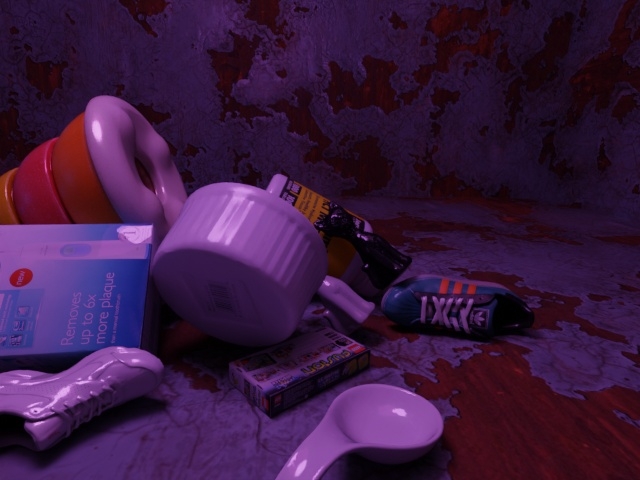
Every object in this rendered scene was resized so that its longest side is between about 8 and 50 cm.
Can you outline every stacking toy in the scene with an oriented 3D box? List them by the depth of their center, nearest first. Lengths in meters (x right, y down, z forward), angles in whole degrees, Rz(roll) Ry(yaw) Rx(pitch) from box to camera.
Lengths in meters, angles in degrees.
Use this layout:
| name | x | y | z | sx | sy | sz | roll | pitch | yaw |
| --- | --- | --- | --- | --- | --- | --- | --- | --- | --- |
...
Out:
| name | x | y | z | sx | sy | sz | roll | pitch | yaw |
| --- | --- | --- | --- | --- | --- | --- | --- | --- | --- |
| stacking toy | -0.548 | -0.058 | 0.872 | 0.480 | 0.350 | 0.350 | -21 | 15 | 2 |

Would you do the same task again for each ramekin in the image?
| name | x | y | z | sx | sy | sz | roll | pitch | yaw |
| --- | --- | --- | --- | --- | --- | --- | --- | --- | --- |
| ramekin | -0.136 | 0.054 | 0.695 | 0.277 | 0.277 | 0.135 | 6 | 44 | 16 |

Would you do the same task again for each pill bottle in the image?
| name | x | y | z | sx | sy | sz | roll | pitch | yaw |
| --- | --- | --- | --- | --- | --- | --- | --- | --- | --- |
| pill bottle | 0.000 | 0.000 | 0.980 | 0.334 | 0.187 | 0.188 | 27 | 11 | -11 |

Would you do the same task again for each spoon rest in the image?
| name | x | y | z | sx | sy | sz | roll | pitch | yaw |
| --- | --- | --- | --- | --- | --- | --- | --- | --- | --- |
| spoon rest | 0.042 | 0.234 | 0.476 | 0.137 | 0.084 | 0.276 | 13 | 19 | 36 |

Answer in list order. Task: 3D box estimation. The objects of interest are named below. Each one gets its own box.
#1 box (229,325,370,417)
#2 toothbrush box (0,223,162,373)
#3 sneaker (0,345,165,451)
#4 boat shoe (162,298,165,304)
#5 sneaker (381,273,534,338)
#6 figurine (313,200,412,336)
| name | x | y | z | sx | sy | sz | roll | pitch | yaw |
| --- | --- | --- | --- | --- | --- | --- | --- | --- | --- |
| box | -0.030 | 0.202 | 0.679 | 0.207 | 0.036 | 0.114 | -11 | 19 | -40 |
| toothbrush box | -0.419 | 0.093 | 0.670 | 0.296 | 0.216 | 0.126 | -1 | -29 | -9 |
| sneaker | -0.320 | 0.215 | 0.536 | 0.232 | 0.090 | 0.115 | -13 | 25 | -17 |
| boat shoe | -0.377 | 0.114 | 0.806 | 0.254 | 0.095 | 0.079 | -38 | 19 | -29 |
| sneaker | 0.279 | 0.133 | 0.835 | 0.302 | 0.108 | 0.121 | 0 | 10 | -11 |
| figurine | 0.039 | 0.049 | 0.837 | 0.209 | 0.092 | 0.215 | 41 | 65 | 5 |
